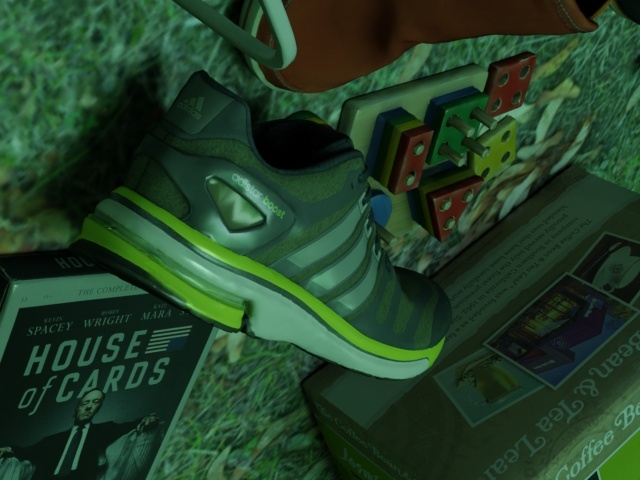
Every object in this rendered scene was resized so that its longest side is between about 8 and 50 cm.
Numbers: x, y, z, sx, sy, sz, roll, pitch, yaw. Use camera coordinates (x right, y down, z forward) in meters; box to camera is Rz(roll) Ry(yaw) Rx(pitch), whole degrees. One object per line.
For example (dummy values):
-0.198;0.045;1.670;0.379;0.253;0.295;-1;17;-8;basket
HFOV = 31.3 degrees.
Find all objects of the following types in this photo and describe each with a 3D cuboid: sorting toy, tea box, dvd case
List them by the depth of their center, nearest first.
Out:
-0.155;0.110;0.698;0.179;0.029;0.239;-4;127;-50;dvd case
0.072;-0.047;0.802;0.274;0.046;0.132;-21;138;-39;sorting toy
0.210;0.174;0.975;0.329;0.220;0.324;-37;131;-21;tea box

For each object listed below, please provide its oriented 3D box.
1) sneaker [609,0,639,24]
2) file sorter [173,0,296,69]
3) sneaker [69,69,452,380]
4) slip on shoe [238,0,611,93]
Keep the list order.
0.162;-0.262;0.634;0.126;0.127;0.321;-29;118;-18;sneaker
0.011;-0.229;0.416;0.277;0.173;0.193;-42;147;-12;file sorter
0.000;0.000;0.664;0.300;0.111;0.121;22;96;-54;sneaker
0.096;-0.145;0.558;0.331;0.101;0.123;-21;155;28;slip on shoe
